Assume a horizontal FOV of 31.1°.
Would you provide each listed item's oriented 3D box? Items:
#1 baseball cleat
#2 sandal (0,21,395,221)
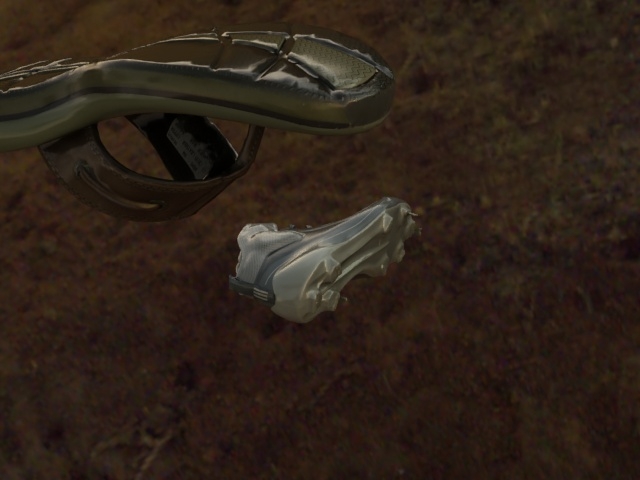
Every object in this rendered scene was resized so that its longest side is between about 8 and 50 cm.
[{"bbox_3d":[0.000,0.000,0.938,0.109,0.072,0.206,20,24,22],"label":"baseball cleat"},{"bbox_3d":[-0.094,-0.054,0.586,0.302,0.086,0.120,-4,17,32],"label":"sandal"}]
